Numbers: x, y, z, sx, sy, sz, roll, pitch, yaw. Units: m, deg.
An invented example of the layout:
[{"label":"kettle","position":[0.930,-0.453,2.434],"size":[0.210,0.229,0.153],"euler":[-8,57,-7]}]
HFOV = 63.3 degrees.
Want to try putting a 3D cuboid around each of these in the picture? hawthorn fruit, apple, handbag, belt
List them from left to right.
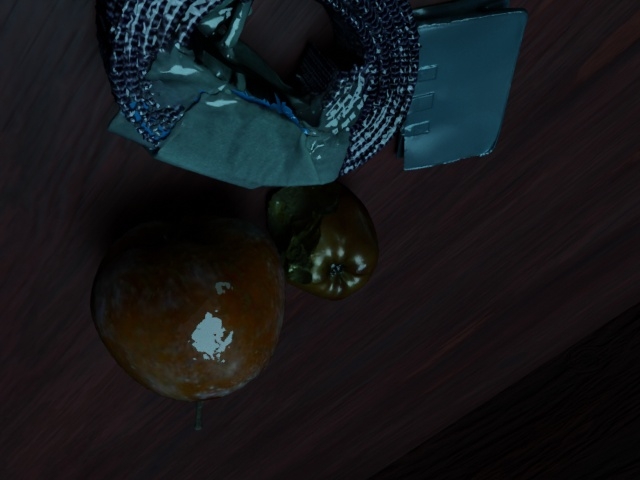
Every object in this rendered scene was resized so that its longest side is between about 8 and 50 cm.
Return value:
[{"label":"hawthorn fruit","position":[-0.140,0.081,0.636],"size":[0.231,0.263,0.235],"euler":[-48,-167,-22]},{"label":"belt","position":[-0.047,-0.176,0.503],"size":[0.325,0.122,0.260],"euler":[16,120,-45]},{"label":"apple","position":[0.006,0.004,0.718],"size":[0.156,0.158,0.147],"euler":[-45,142,17]},{"label":"handbag","position":[0.169,-0.192,0.663],"size":[0.144,0.057,0.221],"euler":[-14,142,-9]}]
